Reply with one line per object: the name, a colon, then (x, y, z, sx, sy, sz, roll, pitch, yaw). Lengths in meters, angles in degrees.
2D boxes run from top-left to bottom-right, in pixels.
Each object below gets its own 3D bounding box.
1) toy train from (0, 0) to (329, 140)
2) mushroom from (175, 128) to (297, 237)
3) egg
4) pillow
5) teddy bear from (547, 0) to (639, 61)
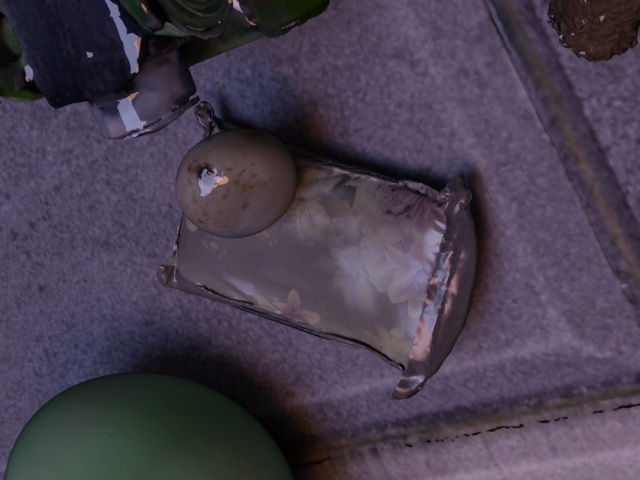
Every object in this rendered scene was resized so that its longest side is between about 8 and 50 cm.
toy train: (-0.134, -0.224, 0.812, 0.173, 0.249, 0.307, -18, 103, 30)
mushroom: (-0.061, -0.047, 0.930, 0.079, 0.085, 0.085, -112, 27, -48)
egg: (-0.141, 0.221, 1.098, 0.270, 0.220, 0.220, 17, 125, 42)
pillow: (0.000, 0.000, 0.972, 0.255, 0.059, 0.169, 20, 111, 28)
teddy bear: (0.172, -0.183, 0.687, 0.182, 0.129, 0.251, 50, 134, 0)
